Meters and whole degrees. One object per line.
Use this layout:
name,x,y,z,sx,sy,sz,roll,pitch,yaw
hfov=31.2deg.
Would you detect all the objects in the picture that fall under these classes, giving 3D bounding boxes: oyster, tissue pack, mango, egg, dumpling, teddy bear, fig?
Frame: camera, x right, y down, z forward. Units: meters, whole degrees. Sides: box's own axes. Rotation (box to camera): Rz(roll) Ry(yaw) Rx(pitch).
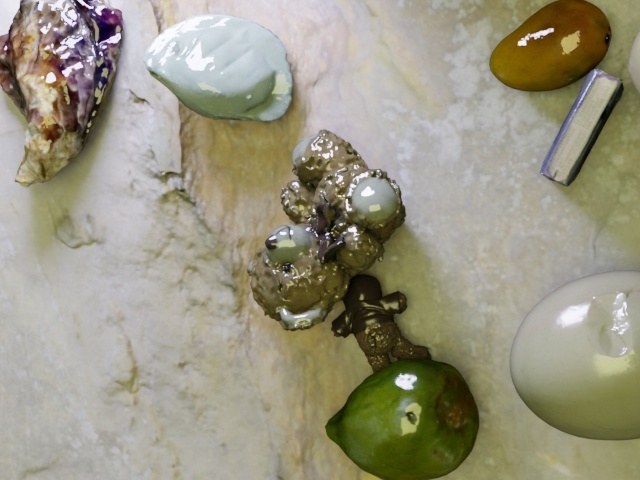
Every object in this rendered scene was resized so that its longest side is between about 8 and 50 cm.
oyster,-0.405,-0.249,1.719,0.275,0.100,0.271,-39,67,17
tissue pack,0.345,-0.148,1.518,0.051,0.112,0.156,28,99,11
mango,0.310,-0.254,1.536,0.163,0.089,0.111,-39,60,20
egg,0.377,0.147,1.467,0.269,0.219,0.219,-19,87,13
dumpling,-0.143,-0.240,1.658,0.219,0.152,0.108,26,142,-2
teddy bear,0.000,0.000,1.585,0.256,0.267,0.156,-45,124,2
fig,0.103,0.258,1.571,0.233,0.167,0.167,-28,85,16
teddy bear,0.077,0.125,1.617,0.119,0.078,0.160,-29,86,17

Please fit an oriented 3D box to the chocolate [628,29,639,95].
chocolate,0.527,-0.215,1.388,0.297,0.314,0.326,52,144,27
